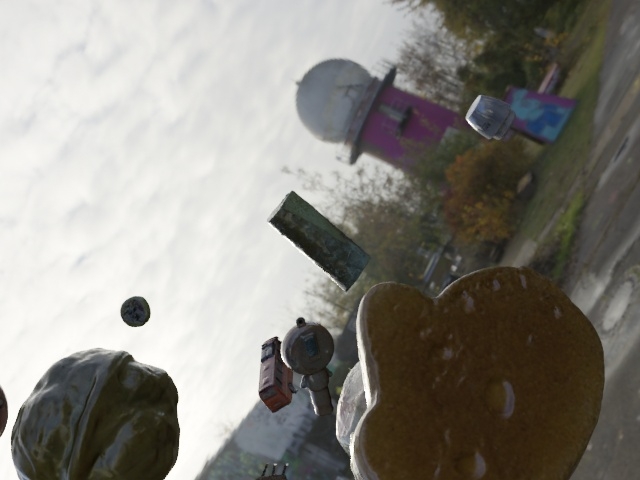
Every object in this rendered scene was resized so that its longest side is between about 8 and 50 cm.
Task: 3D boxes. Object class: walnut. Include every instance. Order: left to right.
[{"bbox_3d":[-0.394,0.341,1.249,0.253,0.282,0.276,-40,26,37],"label":"walnut"}]

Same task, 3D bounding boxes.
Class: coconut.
[{"bbox_3d":[0.177,0.408,1.605,0.254,0.298,0.297,-72,1,-50],"label":"coconut"}]

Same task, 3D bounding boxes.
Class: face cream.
[{"bbox_3d":[0.392,-0.285,1.594,0.091,0.095,0.091,-61,4,8],"label":"face cream"}]

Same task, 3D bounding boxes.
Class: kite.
[{"bbox_3d":[-0.138,0.704,2.063,0.229,0.127,0.016,110,157,-50],"label":"kite"}]

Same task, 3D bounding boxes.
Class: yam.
[{"bbox_3d":[0.000,0.000,1.042,0.068,0.169,0.068,-47,6,7],"label":"yam"}]

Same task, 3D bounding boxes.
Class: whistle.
[{"bbox_3d":[-0.015,0.253,1.383,0.057,0.107,0.219,28,134,63],"label":"whistle"}]

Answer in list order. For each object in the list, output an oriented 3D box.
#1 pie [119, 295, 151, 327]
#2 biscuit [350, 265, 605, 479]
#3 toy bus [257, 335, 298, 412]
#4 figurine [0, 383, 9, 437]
[{"bbox_3d":[-0.468,0.182,1.749,0.084,0.084,0.021,-63,-10,-6],"label":"pie"},{"bbox_3d":[0.156,0.159,0.762,0.343,0.287,0.057,-51,-11,-31],"label":"biscuit"},{"bbox_3d":[-0.111,0.337,1.757,0.074,0.096,0.235,-31,23,12],"label":"toy bus"},{"bbox_3d":[-0.802,0.381,1.494,0.261,0.269,0.211,-31,-1,17],"label":"figurine"}]
